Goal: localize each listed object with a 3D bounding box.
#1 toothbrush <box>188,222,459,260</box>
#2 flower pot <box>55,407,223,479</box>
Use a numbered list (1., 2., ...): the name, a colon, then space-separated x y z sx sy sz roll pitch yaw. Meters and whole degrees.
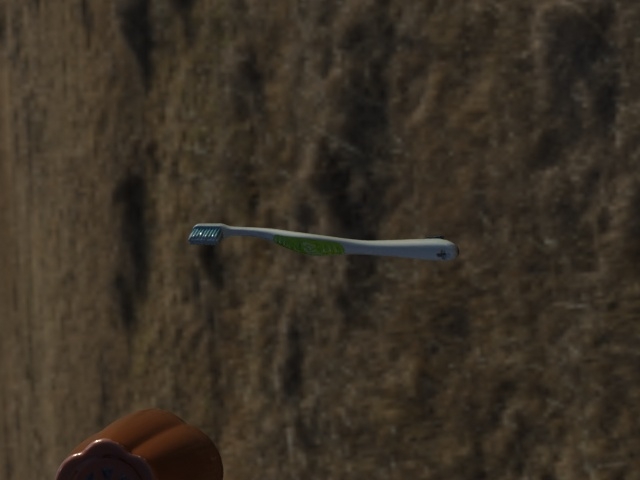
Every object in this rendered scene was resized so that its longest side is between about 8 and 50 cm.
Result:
1. toothbrush: 0.000 0.000 1.167 0.026 0.263 0.022 -62 -33 -47
2. flower pot: -0.219 0.291 1.503 0.173 0.190 0.191 38 -135 -79
